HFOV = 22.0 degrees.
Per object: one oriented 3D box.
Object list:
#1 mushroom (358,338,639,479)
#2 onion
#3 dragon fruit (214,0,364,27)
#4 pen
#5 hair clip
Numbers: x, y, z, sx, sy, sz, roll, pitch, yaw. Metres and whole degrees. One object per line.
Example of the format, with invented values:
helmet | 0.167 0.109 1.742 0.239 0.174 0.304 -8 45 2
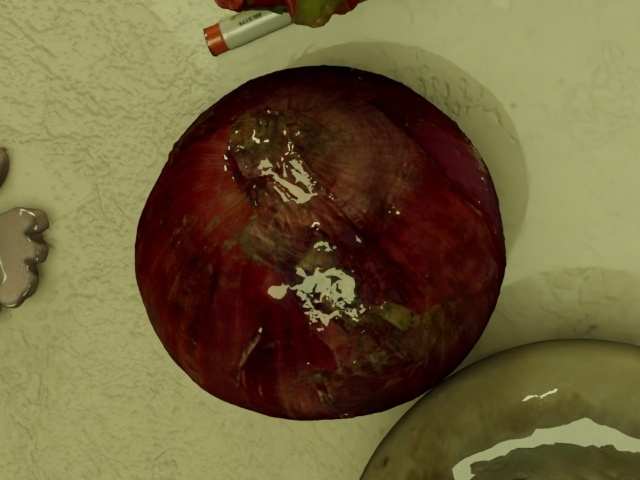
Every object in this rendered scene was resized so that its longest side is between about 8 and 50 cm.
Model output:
mushroom | 0.191 0.255 1.207 0.362 0.294 0.362 2 102 11
onion | 0.000 0.000 1.206 0.276 0.276 0.276 2 102 10
dragon fruit | -0.005 -0.275 1.136 0.231 0.237 0.302 46 149 27
pen | 0.017 -0.200 1.285 0.239 0.028 0.028 -22 97 15
hair clip | -0.358 -0.055 1.362 0.173 0.069 0.300 -35 104 16
